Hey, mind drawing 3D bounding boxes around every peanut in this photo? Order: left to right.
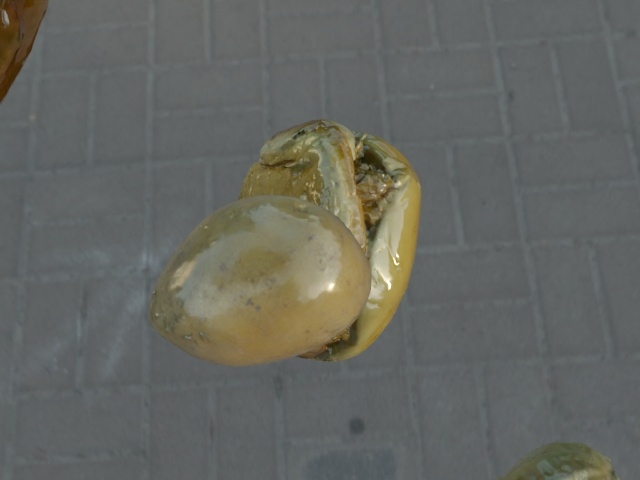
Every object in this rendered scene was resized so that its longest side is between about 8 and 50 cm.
[{"bbox_3d":[0.255,0.360,1.552,0.313,0.149,0.149,-15,61,-10],"label":"peanut"}]

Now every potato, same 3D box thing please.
[{"bbox_3d":[-0.038,0.032,0.779,0.147,0.112,0.112,-13,58,20],"label":"potato"}]

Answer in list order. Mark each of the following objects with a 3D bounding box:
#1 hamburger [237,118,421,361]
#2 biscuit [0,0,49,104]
[{"bbox_3d":[-0.003,0.004,1.462,0.174,0.304,0.284,12,87,-19],"label":"hamburger"},{"bbox_3d":[-0.232,-0.128,0.399,0.295,0.296,0.075,-1,26,2],"label":"biscuit"}]
